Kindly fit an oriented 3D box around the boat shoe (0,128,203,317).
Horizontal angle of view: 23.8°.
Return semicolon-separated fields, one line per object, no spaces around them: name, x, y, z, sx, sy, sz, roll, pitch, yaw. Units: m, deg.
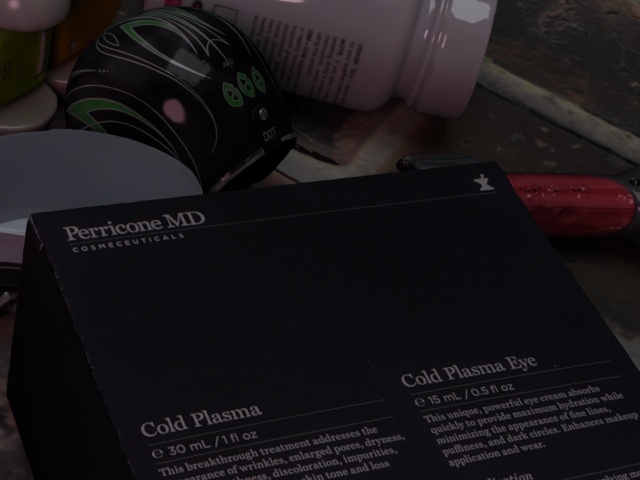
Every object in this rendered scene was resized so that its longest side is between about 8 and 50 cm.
boat shoe;-0.235;0.004;1.056;0.306;0.105;0.113;-10;53;-19

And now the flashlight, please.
flashlight;0.214;-0.027;1.237;0.304;0.103;0.103;1;48;-19

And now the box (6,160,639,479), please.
box;0.014;0.129;0.948;0.343;0.179;0.312;-7;47;-25

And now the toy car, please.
toy car;-0.243;-0.180;1.202;0.136;0.159;0.182;29;44;13

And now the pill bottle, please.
pill bottle;0.000;-0.202;1.305;0.283;0.160;0.160;15;42;-3

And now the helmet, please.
helmet;-0.115;-0.100;1.169;0.161;0.169;0.169;51;49;4
